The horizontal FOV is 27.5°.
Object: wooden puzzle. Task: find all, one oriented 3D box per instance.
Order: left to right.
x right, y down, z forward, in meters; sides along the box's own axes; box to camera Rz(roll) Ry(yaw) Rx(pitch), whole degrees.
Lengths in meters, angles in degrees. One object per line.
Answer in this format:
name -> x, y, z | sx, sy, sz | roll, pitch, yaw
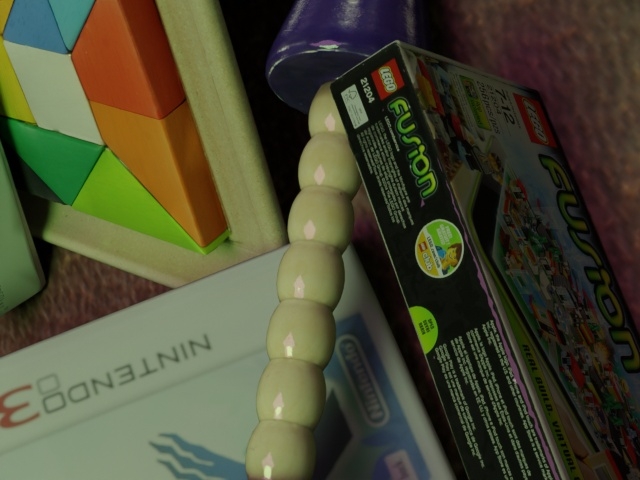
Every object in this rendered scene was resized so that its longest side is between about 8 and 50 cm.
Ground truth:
wooden puzzle -> -0.123, -0.083, 0.639 | 0.221, 0.044, 0.239 | 17, 132, 37

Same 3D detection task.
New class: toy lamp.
toy lamp -> 0.000, 0.000, 0.554 | 0.080, 0.080, 0.275 | -3, 67, 37

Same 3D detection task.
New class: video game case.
video game case -> -0.066, 0.189, 0.540 | 0.299, 0.036, 0.329 | -21, 69, -5

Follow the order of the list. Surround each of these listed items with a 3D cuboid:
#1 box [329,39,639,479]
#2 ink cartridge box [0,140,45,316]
box -> 0.079, 0.030, 0.500 | 0.036, 0.114, 0.207 | -30, 69, 31
ink cartridge box -> -0.292, -0.097, 0.774 | 0.332, 0.065, 0.165 | 38, 150, 35
